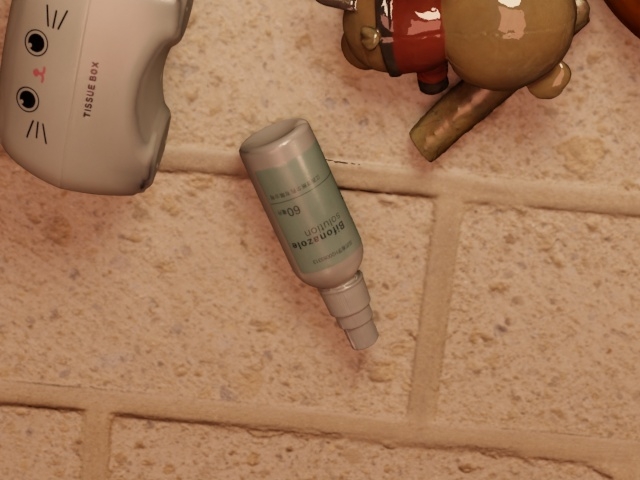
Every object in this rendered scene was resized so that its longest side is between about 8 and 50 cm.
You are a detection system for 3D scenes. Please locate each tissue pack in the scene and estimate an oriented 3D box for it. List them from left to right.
[{"bbox_3d":[-0.305,-0.240,1.901,0.236,0.229,0.333,13,111,-3],"label":"tissue pack"}]

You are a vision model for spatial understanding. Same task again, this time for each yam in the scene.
[{"bbox_3d":[0.247,-0.229,1.978,0.317,0.071,0.067,-42,110,16],"label":"yam"}]

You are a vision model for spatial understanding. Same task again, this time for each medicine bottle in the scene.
[{"bbox_3d":[0.000,0.000,2.058,0.110,0.110,0.351,-21,110,10],"label":"medicine bottle"}]

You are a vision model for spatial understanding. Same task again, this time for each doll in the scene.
[{"bbox_3d":[0.168,-0.293,1.873,0.330,0.174,0.235,0,110,16],"label":"doll"}]

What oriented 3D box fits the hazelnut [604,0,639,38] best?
[{"bbox_3d":[0.499,-0.410,1.778,0.366,0.366,0.365,0,112,1],"label":"hazelnut"}]
